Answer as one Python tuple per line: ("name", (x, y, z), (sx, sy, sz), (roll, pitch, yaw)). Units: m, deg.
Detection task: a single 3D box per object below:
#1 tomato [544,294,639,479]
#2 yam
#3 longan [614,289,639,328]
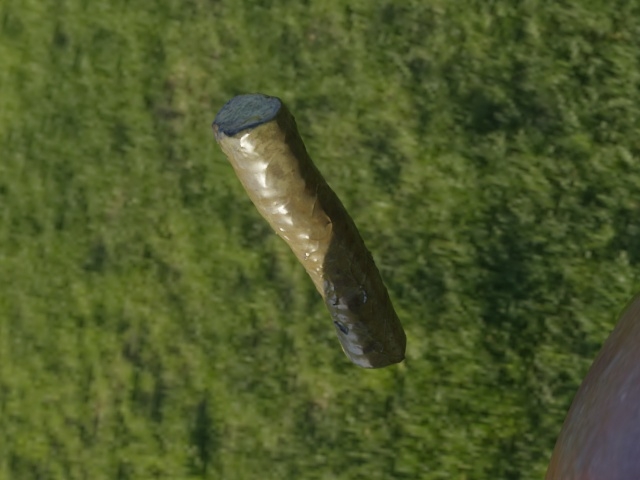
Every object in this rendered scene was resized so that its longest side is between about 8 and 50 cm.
("tomato", (0.177, 0.108, 0.324), (0.270, 0.270, 0.227), (-29, 17, 50))
("yam", (0.000, 0.000, 1.089), (0.066, 0.300, 0.066), (-17, 41, 16))
("longan", (0.334, 0.110, 1.177), (0.145, 0.176, 0.155), (6, 58, 51))
